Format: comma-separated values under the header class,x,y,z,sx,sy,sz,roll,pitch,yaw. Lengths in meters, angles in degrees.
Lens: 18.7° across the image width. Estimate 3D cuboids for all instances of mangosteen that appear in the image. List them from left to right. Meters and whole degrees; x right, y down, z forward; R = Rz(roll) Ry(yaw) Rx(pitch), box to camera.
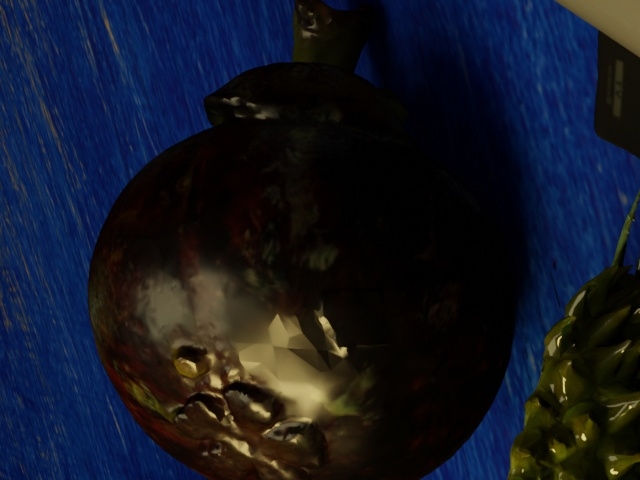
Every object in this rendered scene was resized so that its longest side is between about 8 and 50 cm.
class,x,y,z,sx,sy,sz,roll,pitch,yaw
mangosteen,0.000,0.000,1.063,0.231,0.231,0.289,124,163,-61

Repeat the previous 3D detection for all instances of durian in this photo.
class,x,y,z,sx,sy,sz,roll,pitch,yaw
durian,0.131,0.171,0.947,0.169,0.158,0.351,-119,19,-48

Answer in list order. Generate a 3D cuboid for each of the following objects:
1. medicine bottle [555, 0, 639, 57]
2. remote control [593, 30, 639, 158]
class,x,y,z,sx,sy,sz,roll,pitch,yaw
medicine bottle,0.146,-0.149,0.595,0.340,0.208,0.208,45,146,44
remote control,0.193,-0.035,0.806,0.245,0.025,0.063,37,138,52
